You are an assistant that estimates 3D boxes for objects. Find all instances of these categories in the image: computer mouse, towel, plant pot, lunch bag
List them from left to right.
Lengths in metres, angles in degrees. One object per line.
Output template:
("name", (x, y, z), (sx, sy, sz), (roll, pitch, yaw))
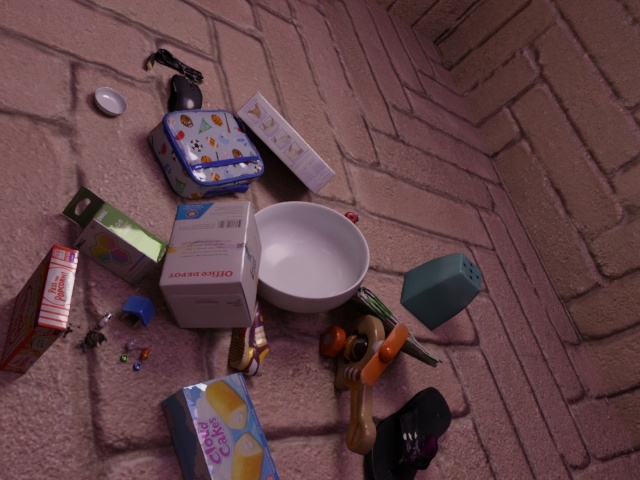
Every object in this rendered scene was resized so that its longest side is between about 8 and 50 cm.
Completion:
("computer mouse", (-0.419, -0.462, 1.571), (0.184, 0.060, 0.262), (27, 43, -33))
("lunch bag", (-0.296, -0.236, 1.476), (0.303, 0.115, 0.243), (-21, 79, -52))
("towel", (0.182, 0.230, 1.540), (0.325, 0.248, 0.038), (43, 79, -13))
("plant pot", (0.421, 0.156, 1.839), (0.165, 0.234, 0.165), (41, 37, -15))

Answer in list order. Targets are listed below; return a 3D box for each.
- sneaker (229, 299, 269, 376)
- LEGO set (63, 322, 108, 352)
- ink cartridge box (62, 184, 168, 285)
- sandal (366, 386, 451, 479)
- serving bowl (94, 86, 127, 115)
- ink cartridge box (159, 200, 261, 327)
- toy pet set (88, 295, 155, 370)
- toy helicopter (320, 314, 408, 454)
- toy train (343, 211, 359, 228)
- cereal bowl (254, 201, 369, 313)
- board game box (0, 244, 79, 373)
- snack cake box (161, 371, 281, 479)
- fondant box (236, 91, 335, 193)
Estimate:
("sneaker", (-0.159, 0.232, 1.277), (0.084, 0.069, 0.185), (40, 43, -32))
("LEGO set", (-0.440, 0.180, 1.021), (0.083, 0.054, 0.023), (43, 0, -13))
("ink cartridge box", (-0.438, -0.006, 1.119), (0.209, 0.109, 0.062), (39, 37, -19))
("sandal", (0.259, 0.519, 1.456), (0.167, 0.107, 0.446), (56, 36, 5))
("serving bowl", (-0.536, -0.348, 1.370), (0.083, 0.027, 0.083), (30, 41, -30))
("ink cartridge box", (-0.233, 0.055, 1.196), (0.171, 0.168, 0.233), (-2, 49, 4))
("toy pet set", (-0.374, 0.174, 1.076), (0.122, 0.065, 0.114), (41, 37, -17))
("toy helicopter", (0.114, 0.343, 1.336), (0.140, 0.235, 0.355), (27, 45, -25))
("toy train", (0.000, 0.000, 1.634), (0.248, 0.105, 0.143), (-8, 87, -16))
("cereal bowl", (-0.049, 0.059, 1.424), (0.339, 0.141, 0.339), (7, 48, -8))
("board game box", (-0.471, 0.119, 0.904), (0.045, 0.193, 0.147), (22, 45, -35))
("snack cake box", (-0.192, 0.411, 1.060), (0.152, 0.089, 0.264), (-2, 61, -50))
("fondant box", (-0.104, -0.301, 1.672), (0.330, 0.096, 0.238), (44, 5, -10))
